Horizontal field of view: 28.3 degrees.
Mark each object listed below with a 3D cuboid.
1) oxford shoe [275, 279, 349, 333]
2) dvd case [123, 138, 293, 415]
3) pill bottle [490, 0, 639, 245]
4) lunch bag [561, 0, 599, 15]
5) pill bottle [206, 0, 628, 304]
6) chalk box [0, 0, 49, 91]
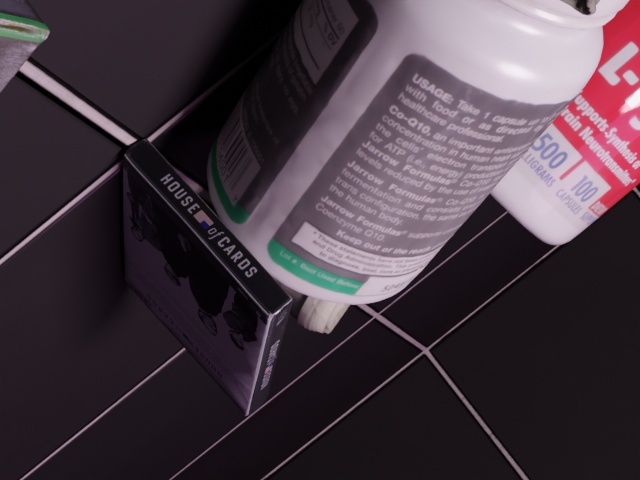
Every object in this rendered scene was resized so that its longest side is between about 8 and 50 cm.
[{"bbox_3d":[0.000,0.000,1.288,0.169,0.130,0.449,-57,176,3],"label":"oxford shoe"},{"bbox_3d":[-0.102,0.040,1.068,0.029,0.179,0.239,-37,165,-22],"label":"dvd case"},{"bbox_3d":[0.293,-0.204,1.143,0.407,0.229,0.229,-42,163,13],"label":"pill bottle"},{"bbox_3d":[0.131,-0.266,0.615,0.235,0.169,0.287,-62,168,4],"label":"lunch bag"},{"bbox_3d":[0.076,-0.130,0.941,0.204,0.204,0.361,-20,157,-45],"label":"pill bottle"},{"bbox_3d":[-0.223,-0.101,0.545,0.213,0.132,0.132,-46,160,21],"label":"chalk box"}]
